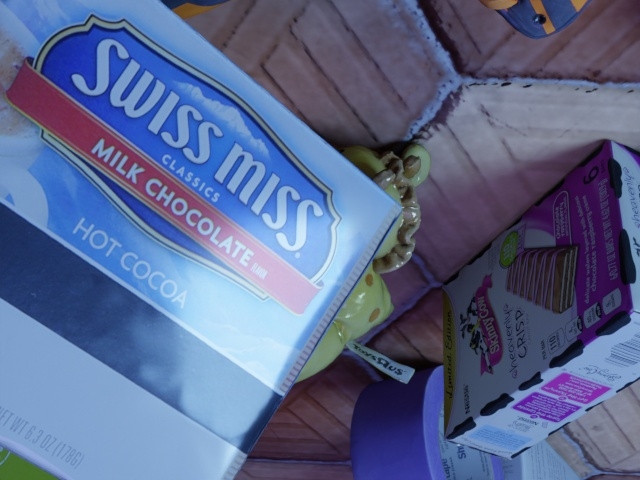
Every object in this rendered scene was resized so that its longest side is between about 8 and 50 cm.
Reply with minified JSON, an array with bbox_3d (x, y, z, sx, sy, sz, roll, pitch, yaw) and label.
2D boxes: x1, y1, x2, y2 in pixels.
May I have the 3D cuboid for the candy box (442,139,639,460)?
[{"bbox_3d":[0.186,0.054,0.872,0.071,0.159,0.233,20,140,-19],"label":"candy box"}]

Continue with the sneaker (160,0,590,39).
[{"bbox_3d":[0.045,-0.166,0.611,0.321,0.125,0.180,-21,137,28],"label":"sneaker"}]

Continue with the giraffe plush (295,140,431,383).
[{"bbox_3d":[0.000,0.000,0.829,0.210,0.181,0.170,18,120,-4],"label":"giraffe plush"}]

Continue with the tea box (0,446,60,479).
[{"bbox_3d":[-0.315,0.287,1.079,0.220,0.323,0.329,19,140,-22],"label":"tea box"}]

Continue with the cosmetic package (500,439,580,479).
[{"bbox_3d":[0.194,0.309,1.222,0.151,0.151,0.184,-18,139,26],"label":"cosmetic package"}]

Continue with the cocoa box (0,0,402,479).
[{"bbox_3d":[-0.178,-0.034,0.614,0.347,0.228,0.231,39,168,-27],"label":"cocoa box"}]

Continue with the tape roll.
[{"bbox_3d":[0.108,0.222,1.078,0.080,0.189,0.189,-19,139,25],"label":"tape roll"}]
